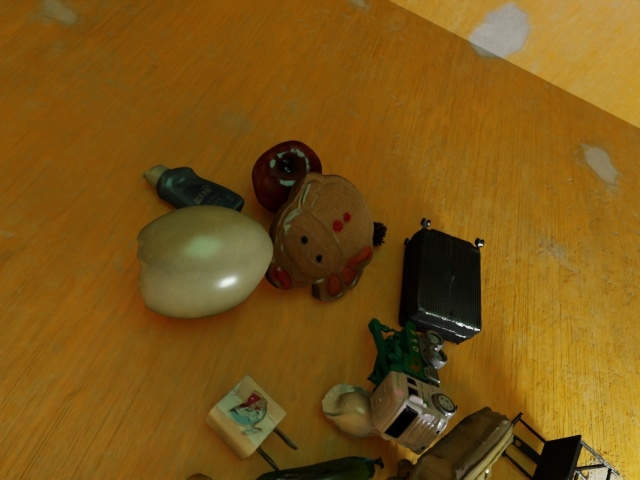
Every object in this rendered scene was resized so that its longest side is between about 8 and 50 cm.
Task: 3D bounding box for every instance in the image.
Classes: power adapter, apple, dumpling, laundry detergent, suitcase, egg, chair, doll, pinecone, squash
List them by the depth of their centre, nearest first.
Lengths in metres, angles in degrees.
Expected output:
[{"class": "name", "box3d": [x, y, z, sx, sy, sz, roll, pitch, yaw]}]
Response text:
[{"class": "power adapter", "box3d": [-0.147, 0.433, 1.092, 0.205, 0.125, 0.130, 41, 52, 9]}, {"class": "squash", "box3d": [0.002, 0.558, 1.098, 0.331, 0.087, 0.087, 0, 59, -23]}, {"class": "doll", "box3d": [0.217, 0.594, 1.112, 0.137, 0.097, 0.209, 35, 22, 18]}, {"class": "egg", "box3d": [-0.283, 0.051, 1.188, 0.336, 0.278, 0.278, -7, 61, -21]}, {"class": "dumpling", "box3d": [0.096, 0.432, 1.208, 0.187, 0.108, 0.127, 19, 27, 8]}, {"class": "chair", "box3d": [0.647, 0.604, 1.289, 0.260, 0.141, 0.154, 42, 53, 4]}, {"class": "laundry detergent", "box3d": [-0.377, -0.138, 1.391, 0.289, 0.094, 0.143, 31, 57, 0]}, {"class": "apple", "box3d": [-0.101, -0.181, 1.449, 0.233, 0.234, 0.234, 10, 56, -15]}, {"class": "suitcase", "box3d": [0.376, 0.129, 1.477, 0.229, 0.152, 0.335, 18, 54, -8]}, {"class": "pinecone", "box3d": [0.180, -0.021, 1.545, 0.077, 0.083, 0.077, 16, 12, -4]}]

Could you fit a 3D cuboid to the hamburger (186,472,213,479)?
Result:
[{"class": "hamburger", "box3d": [-0.266, 0.550, 1.021, 0.076, 0.044, 0.083, 24, 51, -7]}]

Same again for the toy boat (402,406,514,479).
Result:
[{"class": "toy boat", "box3d": [0.365, 0.536, 1.150, 0.135, 0.162, 0.445, 14, 12, 39]}]

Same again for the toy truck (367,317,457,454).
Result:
[{"class": "toy truck", "box3d": [0.213, 0.348, 1.210, 0.177, 0.177, 0.363, 24, 26, -10]}]

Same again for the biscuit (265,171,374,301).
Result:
[{"class": "biscuit", "box3d": [0.000, 0.000, 1.356, 0.381, 0.074, 0.359, -46, 112, -25]}]
